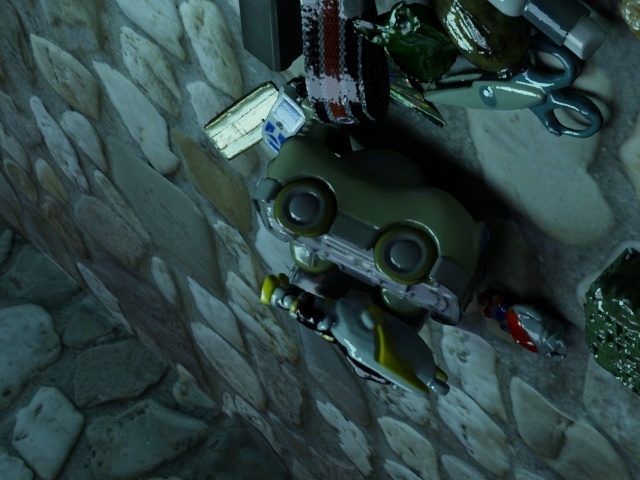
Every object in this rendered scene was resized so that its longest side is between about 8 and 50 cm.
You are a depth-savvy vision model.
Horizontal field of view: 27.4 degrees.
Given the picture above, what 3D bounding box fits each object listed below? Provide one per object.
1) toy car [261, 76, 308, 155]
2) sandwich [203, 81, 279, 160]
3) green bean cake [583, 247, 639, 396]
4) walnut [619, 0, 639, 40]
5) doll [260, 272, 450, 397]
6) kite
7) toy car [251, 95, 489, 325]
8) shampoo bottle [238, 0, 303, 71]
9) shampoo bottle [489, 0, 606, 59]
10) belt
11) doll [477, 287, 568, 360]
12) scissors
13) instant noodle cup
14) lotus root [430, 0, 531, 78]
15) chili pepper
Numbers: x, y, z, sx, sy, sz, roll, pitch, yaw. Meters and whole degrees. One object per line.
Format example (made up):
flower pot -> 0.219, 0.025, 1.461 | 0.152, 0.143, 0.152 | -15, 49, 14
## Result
toy car -> -0.045, -0.185, 2.046 | 0.080, 0.070, 0.170 | 46, 148, 9
sandwich -> -0.100, -0.218, 2.198 | 0.163, 0.113, 0.079 | -32, 100, 34
green bean cake -> 0.421, 0.123, 1.651 | 0.181, 0.094, 0.173 | 38, 158, 28
walnut -> 0.335, -0.222, 1.249 | 0.079, 0.082, 0.096 | 24, 180, -32
doll -> 0.057, 0.142, 1.960 | 0.316, 0.103, 0.145 | 28, 164, 14
kite -> 0.051, -0.279, 1.801 | 0.321, 0.016, 0.234 | 55, 160, -14
toy car -> 0.091, -0.042, 1.907 | 0.336, 0.226, 0.242 | 24, 167, 12
shampoo bottle -> -0.064, -0.327, 1.846 | 0.080, 0.079, 0.246 | 41, 158, 22
shampoo bottle -> 0.220, -0.268, 1.395 | 0.192, 0.074, 0.074 | 44, 159, 12
belt -> 0.016, -0.305, 1.559 | 0.094, 0.126, 0.359 | -2, 120, 13
doll -> 0.303, 0.124, 1.941 | 0.195, 0.062, 0.104 | 30, 136, 57
scissors -> 0.221, -0.183, 1.588 | 0.289, 0.041, 0.138 | 7, 133, 55
instant noodle cup -> 0.077, 0.075, 2.108 | 0.207, 0.217, 0.217 | 38, 157, 12
lotus root -> 0.179, -0.261, 1.477 | 0.179, 0.080, 0.089 | 58, 153, 5
chili pepper -> 0.111, -0.245, 1.556 | 0.224, 0.098, 0.061 | 27, -126, -67
